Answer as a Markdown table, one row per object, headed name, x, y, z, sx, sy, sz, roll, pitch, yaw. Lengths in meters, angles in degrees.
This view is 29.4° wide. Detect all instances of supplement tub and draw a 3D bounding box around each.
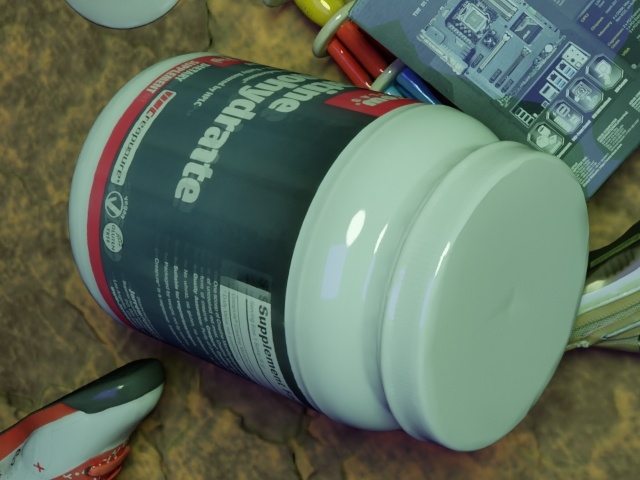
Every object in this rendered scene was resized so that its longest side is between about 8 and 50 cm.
| name | x | y | z | sx | sy | sz | roll | pitch | yaw |
| --- | --- | --- | --- | --- | --- | --- | --- | --- | --- |
| supplement tub | 0.000 | 0.000 | 0.731 | 0.272 | 0.191 | 0.191 | 18 | 107 | 37 |

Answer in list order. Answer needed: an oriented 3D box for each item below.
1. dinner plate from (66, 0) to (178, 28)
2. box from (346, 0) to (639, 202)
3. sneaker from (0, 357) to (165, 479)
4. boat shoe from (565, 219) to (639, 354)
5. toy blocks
| name | x | y | z | sx | sy | sz | roll | pitch | yaw |
| --- | --- | --- | --- | --- | --- | --- | --- | --- | --- |
| dinner plate | -0.150 | -0.226 | 0.887 | 0.141 | 0.017 | 0.141 | 4 | 99 | 24 |
| box | 0.157 | -0.165 | 0.705 | 0.183 | 0.059 | 0.233 | 39 | 107 | 0 |
| sneaker | -0.192 | 0.199 | 0.943 | 0.270 | 0.090 | 0.145 | -30 | 87 | 29 |
| boat shoe | 0.182 | 0.045 | 0.760 | 0.190 | 0.068 | 0.072 | -31 | 101 | 27 |
| toy blocks | 0.051 | -0.150 | 0.788 | 0.148 | 0.054 | 0.123 | 46 | 112 | 9 |
